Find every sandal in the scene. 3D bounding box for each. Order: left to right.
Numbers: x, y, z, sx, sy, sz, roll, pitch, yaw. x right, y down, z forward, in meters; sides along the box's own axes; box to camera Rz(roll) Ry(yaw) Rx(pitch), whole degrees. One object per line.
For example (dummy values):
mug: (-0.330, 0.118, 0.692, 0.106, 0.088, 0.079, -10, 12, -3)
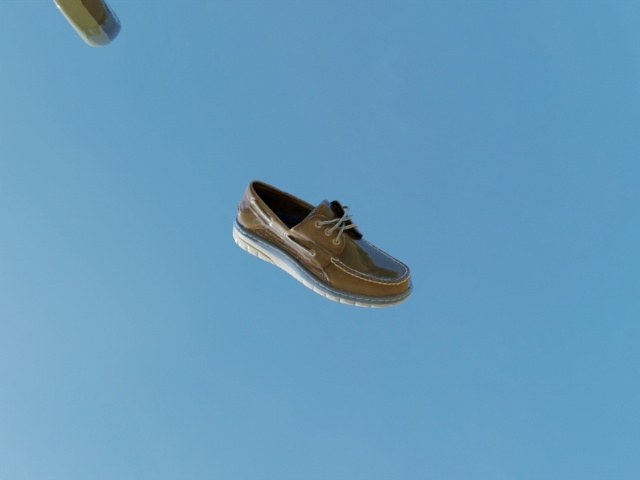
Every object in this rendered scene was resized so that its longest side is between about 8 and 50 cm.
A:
sandal: (-0.284, -0.253, 0.591, 0.086, 0.120, 0.303, -44, -115, 1)

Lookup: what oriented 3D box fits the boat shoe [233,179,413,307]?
boat shoe: (0.000, 0.000, 0.626, 0.183, 0.066, 0.066, 22, -55, 18)
